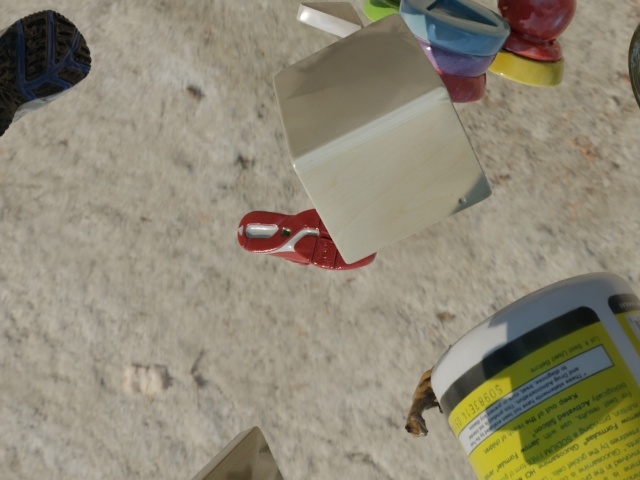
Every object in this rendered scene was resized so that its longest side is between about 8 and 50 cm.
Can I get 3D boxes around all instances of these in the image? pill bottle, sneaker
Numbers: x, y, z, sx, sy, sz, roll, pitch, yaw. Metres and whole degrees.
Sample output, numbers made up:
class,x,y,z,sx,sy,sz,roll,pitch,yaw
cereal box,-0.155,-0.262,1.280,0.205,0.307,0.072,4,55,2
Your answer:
class,x,y,z,sx,sy,sz,roll,pitch,yaw
pill bottle,0.239,0.208,0.866,0.187,0.188,0.334,-29,68,6
sneaker,0.000,0.000,1.621,0.221,0.128,0.087,13,89,27
sneaker,-0.255,-0.098,0.781,0.081,0.211,0.080,-22,98,38

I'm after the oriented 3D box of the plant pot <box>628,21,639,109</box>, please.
class,x,y,z,sx,sy,sz,roll,pitch,yaw
plant pot,0.372,-0.163,0.852,0.254,0.237,0.237,-24,111,-20

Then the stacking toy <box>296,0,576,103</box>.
class,x,y,z,sx,sy,sz,roll,pitch,yaw
stacking toy,0.153,-0.293,1.355,0.279,0.309,0.130,33,122,27

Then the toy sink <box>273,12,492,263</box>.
class,x,y,z,sx,sy,sz,roll,pitch,yaw
toy sink,0.054,-0.104,1.079,0.152,0.234,0.131,-26,118,5

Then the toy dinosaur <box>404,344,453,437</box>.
class,x,y,z,sx,sy,sz,roll,pitch,yaw
toy dinosaur,0.151,0.190,1.466,0.112,0.211,0.064,-38,90,22

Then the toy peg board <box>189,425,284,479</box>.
class,x,y,z,sx,sy,sz,roll,pitch,yaw
toy peg board,-0.055,0.216,0.659,0.079,0.161,0.161,-25,89,10
